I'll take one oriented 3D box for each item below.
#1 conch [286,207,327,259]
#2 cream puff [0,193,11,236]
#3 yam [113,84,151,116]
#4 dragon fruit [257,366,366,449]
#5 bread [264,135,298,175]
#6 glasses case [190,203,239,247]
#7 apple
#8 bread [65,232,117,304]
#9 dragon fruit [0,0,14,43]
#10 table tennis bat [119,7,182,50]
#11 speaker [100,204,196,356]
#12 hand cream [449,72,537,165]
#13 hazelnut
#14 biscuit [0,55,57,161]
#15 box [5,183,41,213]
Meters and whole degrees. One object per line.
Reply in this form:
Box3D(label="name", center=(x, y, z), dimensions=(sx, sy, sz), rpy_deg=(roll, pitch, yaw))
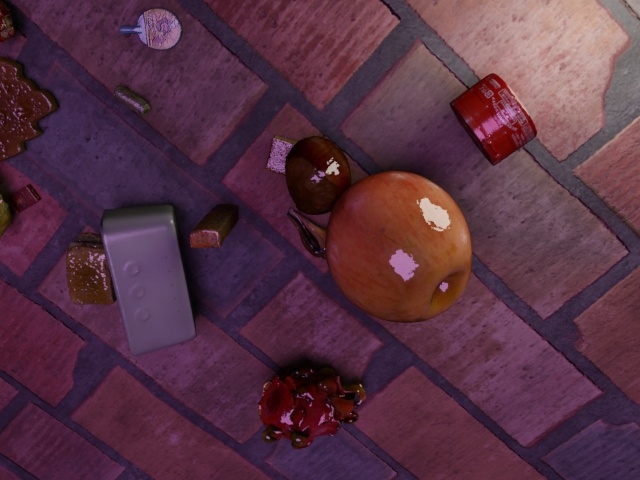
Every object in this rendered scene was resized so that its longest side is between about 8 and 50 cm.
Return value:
Box3D(label="conch", center=(0.000, 0.005, 1.521), dimensions=(0.233, 0.086, 0.080), rpy_deg=(25, 152, 8))
Box3D(label="cream puff", center=(-0.997, -0.091, 1.506), dimensions=(0.282, 0.185, 0.281), rpy_deg=(4, 112, 11))
Box3D(label="yam", center=(-0.491, -0.363, 1.436), dimensions=(0.094, 0.043, 0.043), rpy_deg=(32, 111, -6))
Box3D(label="dragon fruit", center=(-0.026, 0.489, 1.627), dimensions=(0.307, 0.243, 0.227), rpy_deg=(-14, 71, 14))
Box3D(label="bread", center=(-0.092, -0.220, 1.460), dimensions=(0.090, 0.035, 0.094), rpy_deg=(16, 111, -2))
Box3D(label="glasses case", center=(-0.274, -0.042, 1.447), dimensions=(0.075, 0.218, 0.049), rpy_deg=(2, 111, 5))
Box3D(label="apple", center=(0.196, 0.026, 1.347), dimensions=(0.364, 0.364, 0.363), rpy_deg=(2, 111, 4))
Box3D(label="bread", center=(-0.651, 0.087, 1.595), dimensions=(0.138, 0.102, 0.196), rpy_deg=(5, 109, -1))
Box3D(label="dragon fruit", center=(-0.867, -0.551, 1.363), dimensions=(0.246, 0.125, 0.125), rpy_deg=(5, 82, 24))
Box3D(label="table tennis bat", center=(-0.423, -0.528, 1.378), dimensions=(0.155, 0.019, 0.100), rpy_deg=(1, 112, 2))
Box3D(label="speaker", center=(-0.469, 0.104, 1.534), dimensions=(0.184, 0.183, 0.406), rpy_deg=(-10, 111, -11))
Box3D(label="hand cream", center=(0.408, -0.286, 1.306), dimensions=(0.125, 0.193, 0.193), rpy_deg=(-34, 105, 14))
Box3D(label="hazelnut", center=(-0.007, -0.156, 1.411), dimensions=(0.170, 0.160, 0.201), rpy_deg=(-3, 144, -9))
Box3D(label="biscuit", center=(-0.863, -0.341, 1.476), dimensions=(0.278, 0.043, 0.301), rpy_deg=(27, 113, -8))
Box3D(label="box", center=(-0.847, -0.118, 1.573), dimensions=(0.082, 0.023, 0.051), rpy_deg=(-27, 105, 14))
